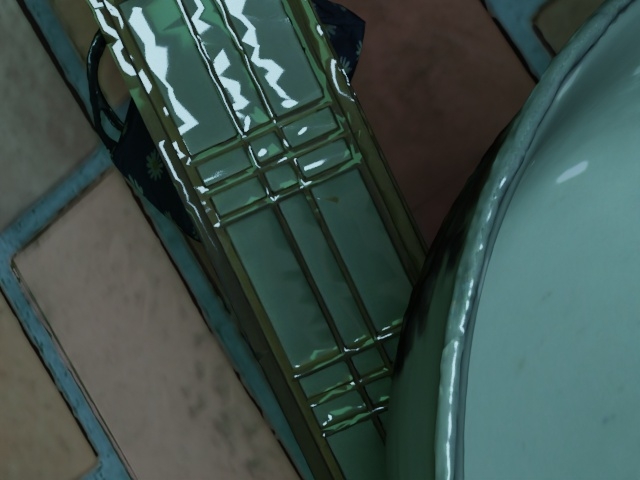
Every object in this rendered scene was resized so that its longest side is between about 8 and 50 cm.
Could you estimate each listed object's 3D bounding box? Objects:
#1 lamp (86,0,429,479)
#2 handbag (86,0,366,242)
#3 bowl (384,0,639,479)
[{"bbox_3d":[0.000,0.000,0.578,0.089,0.090,0.325,-24,100,6],"label":"lamp"},{"bbox_3d":[-0.058,-0.070,0.682,0.139,0.072,0.115,27,106,38],"label":"handbag"},{"bbox_3d":[0.134,0.072,0.488,0.157,0.337,0.337,-7,91,59],"label":"bowl"}]
